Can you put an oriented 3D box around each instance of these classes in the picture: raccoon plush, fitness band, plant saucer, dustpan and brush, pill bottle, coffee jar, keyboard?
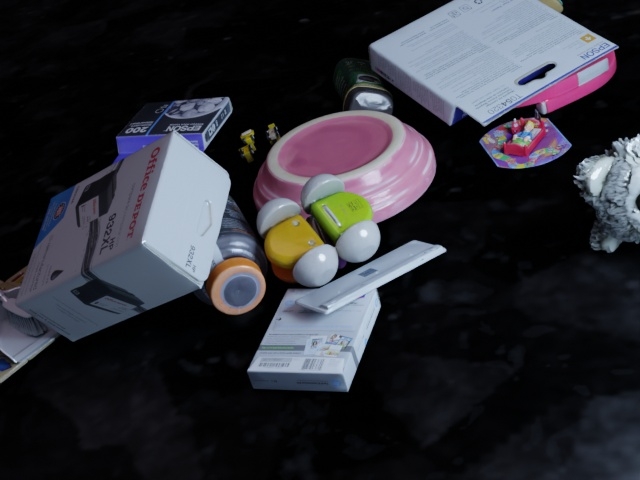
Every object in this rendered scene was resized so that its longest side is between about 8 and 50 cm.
[{"bbox_3d":[0.519,-0.136,1.589,0.299,0.216,0.446,-20,16,12],"label":"raccoon plush"},{"bbox_3d":[0.423,-0.318,1.983,0.291,0.054,0.209,-26,31,-16],"label":"fitness band"},{"bbox_3d":[0.035,-0.135,1.848,0.332,0.084,0.332,-11,34,8],"label":"plant saucer"},{"bbox_3d":[-0.511,0.109,1.723,0.211,0.060,0.147,18,46,40],"label":"dustpan and brush"},{"bbox_3d":[-0.161,0.020,1.659,0.130,0.130,0.246,-22,33,-9],"label":"pill bottle"},{"bbox_3d":[0.083,-0.288,2.045,0.096,0.079,0.184,7,30,-13],"label":"coffee jar"},{"bbox_3d":[0.078,0.052,1.570,0.256,0.014,0.072,-25,21,-35],"label":"keyboard"}]

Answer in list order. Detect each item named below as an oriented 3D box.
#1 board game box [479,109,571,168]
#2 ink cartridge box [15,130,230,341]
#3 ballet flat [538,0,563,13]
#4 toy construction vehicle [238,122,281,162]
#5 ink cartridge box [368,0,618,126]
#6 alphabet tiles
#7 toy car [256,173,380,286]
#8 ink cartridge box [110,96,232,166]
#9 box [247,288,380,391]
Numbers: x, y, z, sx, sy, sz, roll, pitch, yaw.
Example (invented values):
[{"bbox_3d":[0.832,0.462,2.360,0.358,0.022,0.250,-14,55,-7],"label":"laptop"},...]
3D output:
[{"bbox_3d":[0.354,-0.184,1.827,0.133,0.033,0.169,-17,33,-2],"label":"board game box"},{"bbox_3d":[-0.306,-0.003,1.614,0.307,0.129,0.223,-23,43,35],"label":"ink cartridge box"},{"bbox_3d":[0.414,-0.493,2.240,0.232,0.080,0.073,22,76,47],"label":"ballet flat"},{"bbox_3d":[-0.118,-0.191,2.048,0.086,0.035,0.098,-27,30,4],"label":"toy construction vehicle"},{"bbox_3d":[0.313,-0.336,1.924,0.324,0.071,0.330,-30,50,-19],"label":"ink cartridge box"},{"bbox_3d":[-0.568,0.159,1.741,0.285,0.011,0.342,16,45,38],"label":"alphabet tiles"},{"bbox_3d":[0.000,0.000,1.620,0.182,0.136,0.159,-30,58,-13],"label":"toy car"},{"bbox_3d":[-0.313,-0.226,2.168,0.206,0.045,0.208,-1,37,22],"label":"ink cartridge box"},{"bbox_3d":[-0.007,0.139,1.501,0.145,0.038,0.186,-2,37,21],"label":"box"}]
